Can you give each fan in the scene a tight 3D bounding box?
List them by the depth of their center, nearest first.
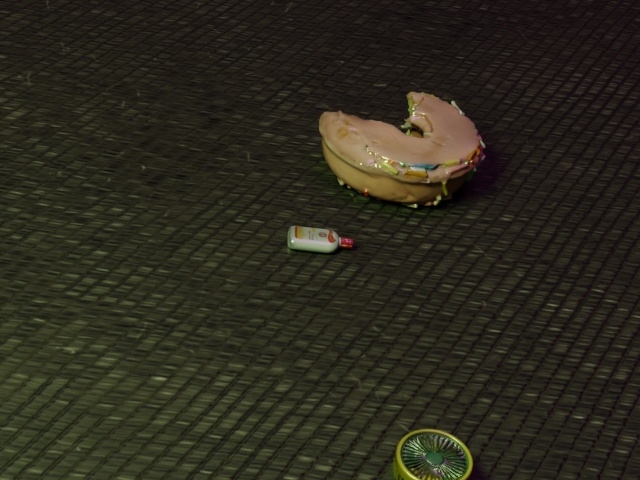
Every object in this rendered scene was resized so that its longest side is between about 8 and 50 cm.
[{"bbox_3d":[0.114,0.261,1.362,0.082,0.039,0.155,8,37,-3],"label":"fan"}]

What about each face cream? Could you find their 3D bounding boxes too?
[{"bbox_3d":[0.000,0.000,1.706,0.083,0.021,0.040,6,37,-6],"label":"face cream"}]

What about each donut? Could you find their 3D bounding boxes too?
[{"bbox_3d":[0.120,-0.121,1.846,0.233,0.085,0.199,-14,42,-30],"label":"donut"}]
